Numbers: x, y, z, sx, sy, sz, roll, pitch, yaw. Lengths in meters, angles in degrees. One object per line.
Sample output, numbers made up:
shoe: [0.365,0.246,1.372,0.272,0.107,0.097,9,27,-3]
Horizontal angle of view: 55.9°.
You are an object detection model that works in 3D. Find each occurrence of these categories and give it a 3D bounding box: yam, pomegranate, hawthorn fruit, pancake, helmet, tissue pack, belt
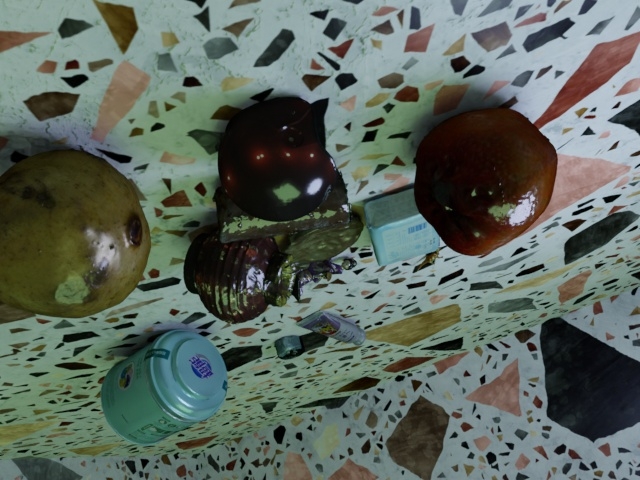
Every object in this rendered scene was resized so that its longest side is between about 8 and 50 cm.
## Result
yam: [-0.074,-0.073,1.218,0.279,0.131,0.131,-9,154,-15]
pomegranate: [-0.412,-0.004,0.978,0.281,0.281,0.281,-13,154,-6]
hawthorn fruit: [0.326,-0.121,1.207,0.295,0.295,0.311,-33,173,31]
pancake: [0.000,-0.001,1.498,0.222,0.042,0.236,-18,158,-8]
helmet: [-0.078,-0.132,1.045,0.216,0.193,0.189,31,145,1]
tissue pack: [0.207,-0.034,1.503,0.177,0.089,0.263,-17,157,4]
belt: [-0.111,0.395,2.211,0.105,0.058,0.140,-24,153,8]

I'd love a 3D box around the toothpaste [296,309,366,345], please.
toothpaste: [0.051,0.310,2.136,0.114,0.073,0.299,-31,143,28]

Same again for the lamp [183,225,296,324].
lamp: [-0.171,0.069,1.321,0.247,0.247,0.247,-13,154,-6]

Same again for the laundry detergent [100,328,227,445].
laundry detergent: [-0.456,0.438,1.830,0.305,0.287,0.287,-32,150,30]

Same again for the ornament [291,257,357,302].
ornament: [0.006,0.079,1.640,0.203,0.088,0.081,-22,133,-16]

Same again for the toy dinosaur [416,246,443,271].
toy dinosaur: [0.335,0.059,1.828,0.041,0.026,0.113,9,136,-30]
